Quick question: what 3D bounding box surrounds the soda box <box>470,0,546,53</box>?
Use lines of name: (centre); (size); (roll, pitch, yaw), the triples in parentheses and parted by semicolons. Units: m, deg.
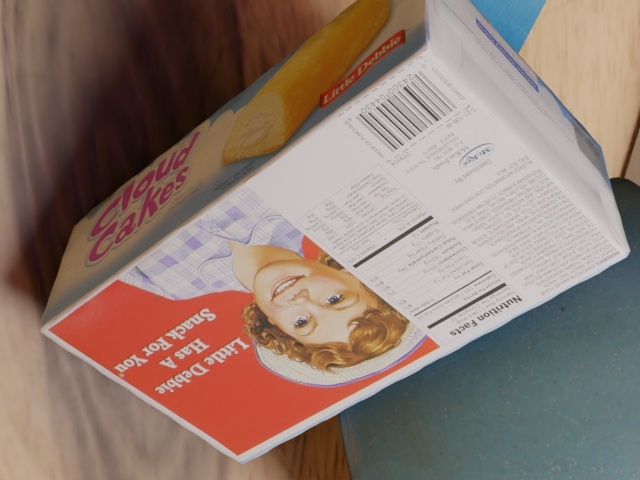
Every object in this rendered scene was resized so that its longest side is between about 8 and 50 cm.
soda box: (0.124, -0.211, 0.635); (0.071, 0.067, 0.210); (31, 84, -29)

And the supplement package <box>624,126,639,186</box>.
supplement package: (0.364, -0.108, 0.701); (0.145, 0.204, 0.261); (17, 91, -30)

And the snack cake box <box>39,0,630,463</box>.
snack cake box: (0.000, 0.000, 0.509); (0.264, 0.089, 0.152); (-33, 123, 29)

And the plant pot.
plant pot: (0.116, 0.123, 0.595); (0.196, 0.290, 0.290); (-12, 106, 1)
